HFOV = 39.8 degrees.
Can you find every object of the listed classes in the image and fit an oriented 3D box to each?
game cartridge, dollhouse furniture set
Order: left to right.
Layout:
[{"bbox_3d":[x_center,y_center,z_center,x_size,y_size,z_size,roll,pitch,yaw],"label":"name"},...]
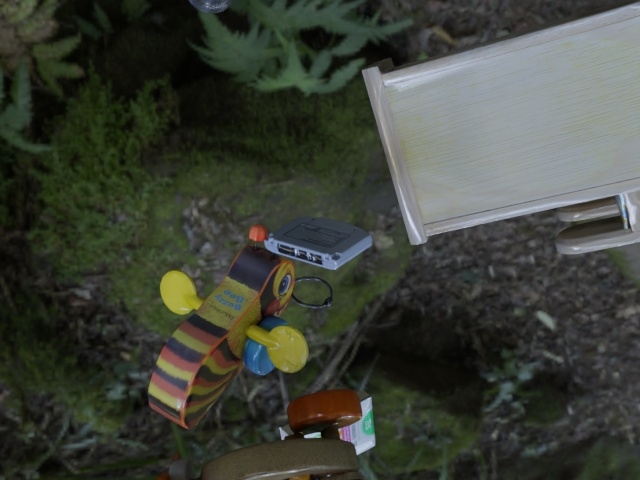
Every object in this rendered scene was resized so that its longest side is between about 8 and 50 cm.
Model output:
[{"bbox_3d":[0.000,0.000,0.753,0.083,0.017,0.056,16,-141,40],"label":"game cartridge"},{"bbox_3d":[0.228,-0.155,0.944,0.256,0.362,0.394,-12,-166,19],"label":"dollhouse furniture set"}]

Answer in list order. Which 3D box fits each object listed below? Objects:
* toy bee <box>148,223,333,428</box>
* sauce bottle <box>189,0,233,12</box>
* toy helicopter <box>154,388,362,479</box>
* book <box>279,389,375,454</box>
[{"bbox_3d":[-0.095,0.066,1.028,0.195,0.298,0.162,10,128,7],"label":"toy bee"},{"bbox_3d":[-0.101,-0.346,1.004,0.111,0.111,0.344,-3,174,-15],"label":"sauce bottle"},{"bbox_3d":[-0.098,0.289,1.015,0.234,0.140,0.355,-2,156,-26],"label":"toy helicopter"},{"bbox_3d":[0.014,0.294,1.317,0.144,0.035,0.096,-22,120,-27],"label":"book"}]
